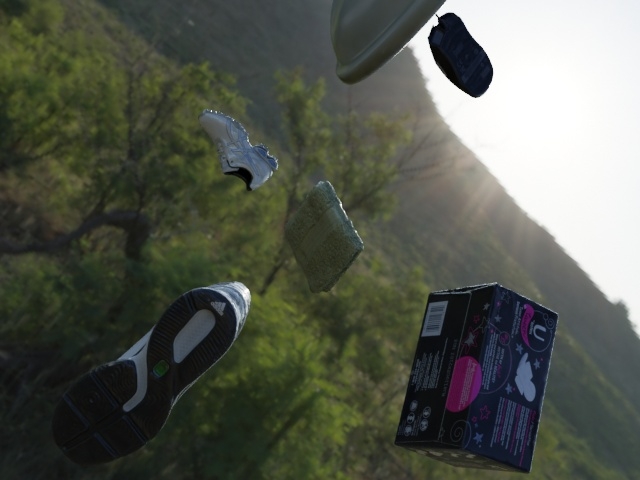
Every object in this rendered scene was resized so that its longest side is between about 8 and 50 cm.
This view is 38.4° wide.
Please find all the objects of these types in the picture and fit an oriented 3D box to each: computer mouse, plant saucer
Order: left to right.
[{"bbox_3d":[0.112,-0.356,0.983,0.100,0.400,0.400,35,2,-14],"label":"plant saucer"},{"bbox_3d":[0.268,-0.418,1.816,0.262,0.184,0.060,41,-18,-33],"label":"computer mouse"}]

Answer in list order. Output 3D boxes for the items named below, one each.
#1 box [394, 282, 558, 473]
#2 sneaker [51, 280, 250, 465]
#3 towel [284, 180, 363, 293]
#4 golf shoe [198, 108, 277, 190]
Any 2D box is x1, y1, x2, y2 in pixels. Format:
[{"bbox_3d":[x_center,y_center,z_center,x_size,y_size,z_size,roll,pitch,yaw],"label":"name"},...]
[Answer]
[{"bbox_3d":[0.235,0.209,1.380,0.142,0.247,0.163,26,-22,-27],"label":"box"},{"bbox_3d":[-0.288,0.241,1.725,0.169,0.447,0.257,50,14,3],"label":"sneaker"},{"bbox_3d":[0.000,0.000,1.160,0.110,0.027,0.148,62,-31,14],"label":"towel"},{"bbox_3d":[-0.164,-0.166,1.690,0.176,0.086,0.069,39,-28,-5],"label":"golf shoe"}]
